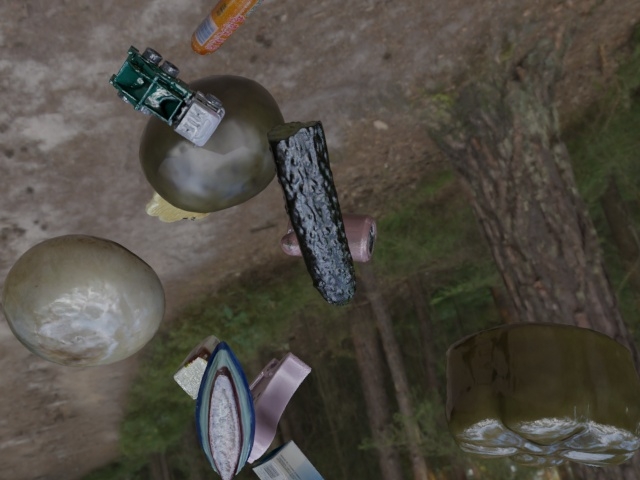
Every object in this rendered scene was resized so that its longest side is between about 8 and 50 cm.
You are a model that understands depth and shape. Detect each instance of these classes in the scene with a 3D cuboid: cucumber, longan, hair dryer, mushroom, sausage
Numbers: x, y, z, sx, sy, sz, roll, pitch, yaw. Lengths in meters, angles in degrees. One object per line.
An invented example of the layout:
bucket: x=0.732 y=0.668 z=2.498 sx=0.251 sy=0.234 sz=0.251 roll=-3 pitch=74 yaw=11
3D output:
cucumber: x=-0.001 y=-0.019 z=0.874 sx=0.072 sy=0.072 sz=0.300 roll=-16 pitch=124 yaw=0
longan: x=-0.278 y=-0.253 z=1.795 sx=0.404 sy=0.336 sz=0.404 roll=-33 pitch=165 yaw=-10
hair dryer: x=0.000 y=0.000 z=1.648 sx=0.210 sy=0.125 sz=0.352 roll=5 pitch=-172 yaw=15
mushroom: x=-0.342 y=0.084 z=1.002 sx=0.226 sy=0.178 sz=0.226 roll=-5 pitch=127 yaw=-7
sausage: x=-0.123 y=-0.391 z=1.097 sx=0.053 sy=0.053 sz=0.348 roll=-5 pitch=165 yaw=-39

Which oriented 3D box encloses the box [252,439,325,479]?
box: x=-0.049 y=0.555 z=1.532 sx=0.073 sy=0.194 sz=0.139 roll=-37 pitch=173 yaw=-34

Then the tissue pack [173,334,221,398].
tissue pack: x=-0.321 y=0.344 z=1.878 sx=0.106 sy=0.099 sz=0.148 roll=-40 pitch=-173 yaw=13

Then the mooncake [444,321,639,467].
mooncake: x=0.520 y=0.387 z=1.632 sx=0.467 sy=0.262 sz=0.467 roll=4 pitch=151 yaw=2

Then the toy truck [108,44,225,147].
toy truck: x=-0.291 y=-0.265 z=1.292 sx=0.110 sy=0.216 sz=0.116 roll=-51 pitch=-162 yaw=15

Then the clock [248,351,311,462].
clock: x=-0.142 y=0.442 z=1.871 sx=0.290 sy=0.080 sz=0.275 roll=-52 pitch=-168 yaw=6

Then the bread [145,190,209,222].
bread: x=-0.401 y=-0.142 z=2.153 sx=0.316 sy=0.054 sz=0.316 roll=-18 pitch=161 yaw=-7

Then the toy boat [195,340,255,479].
toy boat: x=-0.125 y=0.232 z=0.900 sx=0.080 sy=0.046 sz=0.229 roll=0 pitch=124 yaw=-6
